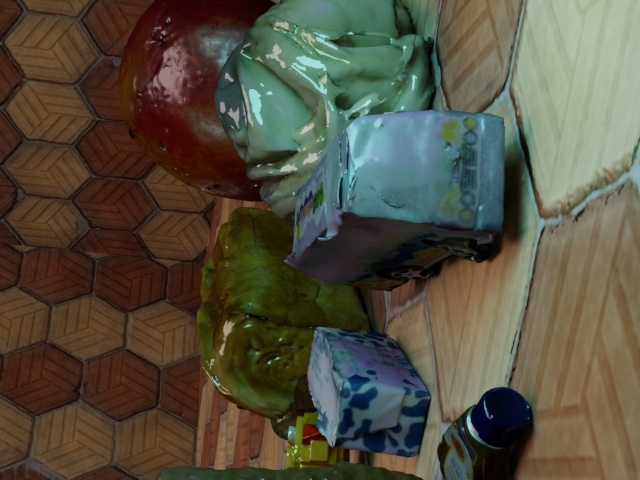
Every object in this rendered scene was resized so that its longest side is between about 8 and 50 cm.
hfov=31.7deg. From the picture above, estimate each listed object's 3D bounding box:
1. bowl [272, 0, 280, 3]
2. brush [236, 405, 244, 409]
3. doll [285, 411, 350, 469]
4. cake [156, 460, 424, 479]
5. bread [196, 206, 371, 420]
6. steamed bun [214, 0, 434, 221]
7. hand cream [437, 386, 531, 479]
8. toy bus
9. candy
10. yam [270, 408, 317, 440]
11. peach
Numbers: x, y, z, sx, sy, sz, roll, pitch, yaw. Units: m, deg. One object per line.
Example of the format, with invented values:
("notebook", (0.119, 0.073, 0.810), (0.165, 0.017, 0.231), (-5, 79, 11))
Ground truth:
("bowl", (0.011, -0.350, 1.283), (0.126, 0.238, 0.237), (48, 156, 10))
("brush", (-0.085, 0.218, 1.820), (0.323, 0.070, 0.051), (114, 156, -59))
("doll", (-0.006, 0.277, 1.214), (0.134, 0.106, 0.186), (82, -167, -82))
("cake", (-0.022, 0.344, 0.814), (0.282, 0.256, 0.290), (-101, 13, -59))
("bread", (-0.050, 0.088, 1.346), (0.344, 0.195, 0.148), (-99, 24, -65))
("steamed bun", (-0.011, -0.135, 1.201), (0.268, 0.207, 0.280), (-95, 13, -46))
("hand cream", (0.110, 0.160, 0.814), (0.163, 0.039, 0.062), (104, 151, -51))
("toy bus", (0.055, -0.029, 0.947), (0.317, 0.138, 0.112), (130, 143, -76))
("candy", (0.040, 0.139, 1.072), (0.160, 0.092, 0.073), (-121, 40, -72))
("yam", (-0.046, 0.121, 1.642), (0.371, 0.083, 0.083), (-95, 15, -46))
("peach", (-0.104, -0.215, 1.628), (0.417, 0.353, 0.339), (13, 108, 44))
